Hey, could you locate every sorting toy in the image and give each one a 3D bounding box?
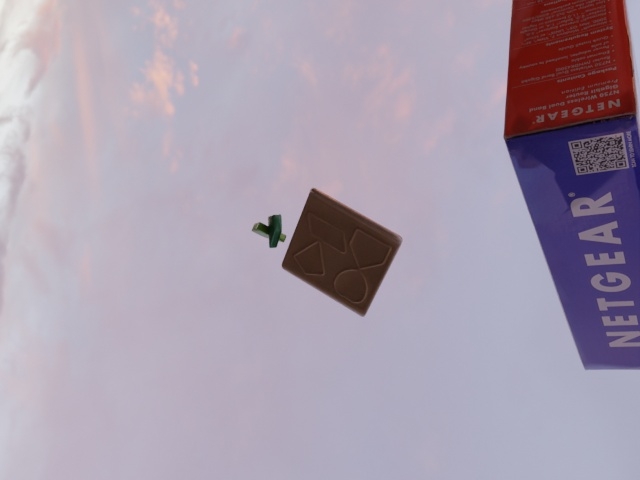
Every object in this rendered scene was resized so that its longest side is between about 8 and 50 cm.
[{"bbox_3d":[0.000,0.000,0.351,0.083,0.012,0.062,30,-54,13],"label":"sorting toy"}]

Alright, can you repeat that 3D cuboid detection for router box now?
[{"bbox_3d":[0.255,-0.089,0.581,0.082,0.335,0.301,-7,-130,28],"label":"router box"}]
